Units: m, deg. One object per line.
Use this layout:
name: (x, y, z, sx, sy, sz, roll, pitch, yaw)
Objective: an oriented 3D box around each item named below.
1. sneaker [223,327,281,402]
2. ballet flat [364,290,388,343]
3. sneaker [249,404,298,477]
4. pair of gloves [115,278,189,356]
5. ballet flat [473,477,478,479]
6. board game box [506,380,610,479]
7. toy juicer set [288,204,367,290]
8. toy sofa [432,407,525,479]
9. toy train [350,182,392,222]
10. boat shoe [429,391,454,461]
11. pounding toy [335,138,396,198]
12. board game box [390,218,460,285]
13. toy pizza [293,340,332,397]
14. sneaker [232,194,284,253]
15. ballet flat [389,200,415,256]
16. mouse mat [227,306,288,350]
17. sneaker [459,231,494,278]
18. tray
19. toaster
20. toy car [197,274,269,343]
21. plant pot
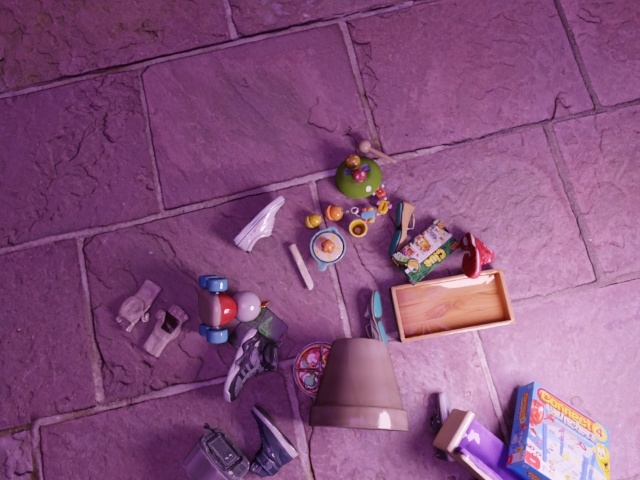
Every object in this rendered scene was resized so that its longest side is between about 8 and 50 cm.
sneaker: (-0.235, 0.459, 1.649, 0.153, 0.101, 0.268, 20, 77, 7)
ballet flat: (0.193, 0.291, 1.702, 0.068, 0.072, 0.213, -17, 74, 29)
sneaker: (-0.208, 0.705, 1.614, 0.163, 0.086, 0.226, -39, 81, -9)
pair of gloves: (-0.631, 0.285, 1.730, 0.240, 0.042, 0.204, 40, 82, 9)
ballet flat: (0.531, 0.854, 1.598, 0.173, 0.049, 0.057, -20, 57, -9)
board game box: (0.778, 0.672, 1.509, 0.308, 0.086, 0.302, 33, 47, 1)
toy juicer set: (0.000, 0.000, 1.751, 0.209, 0.089, 0.329, 44, 83, 9)
toy sofa: (0.564, 0.718, 1.504, 0.363, 0.177, 0.150, 41, 71, -5)
toy train: (0.203, -0.137, 1.800, 0.166, 0.046, 0.125, -43, 69, -4)
boat shoe: (0.420, 0.648, 1.625, 0.076, 0.080, 0.228, -11, 79, 25)
pounding toy: (0.156, -0.283, 1.776, 0.183, 0.110, 0.236, 34, 79, 21)
board game box: (0.391, 0.040, 1.725, 0.260, 0.030, 0.136, -36, 86, -24)
toy pizza: (0.001, 0.468, 1.685, 0.202, 0.032, 0.201, 0, 79, 1)
sneaker: (-0.218, -0.060, 1.778, 0.091, 0.094, 0.258, 44, 87, -9)
ballet flat: (0.316, -0.037, 1.761, 0.073, 0.080, 0.232, 14, 80, -11)
mouse mat: (-0.233, 0.346, 1.728, 0.153, 0.007, 0.189, 39, 83, 8)
sneaker: (0.584, 0.068, 1.685, 0.128, 0.087, 0.221, 24, 44, -11)
tray: (0.475, 0.237, 1.702, 0.411, 0.076, 0.202, -10, 79, 0)
toaster: (-0.362, 0.749, 1.570, 0.227, 0.129, 0.146, 43, 107, 15)
toy car: (-0.309, 0.237, 1.688, 0.238, 0.210, 0.219, 0, 91, -28)
plant pot: (0.130, 0.482, 1.554, 0.324, 0.323, 0.280, 3, 67, 2)
